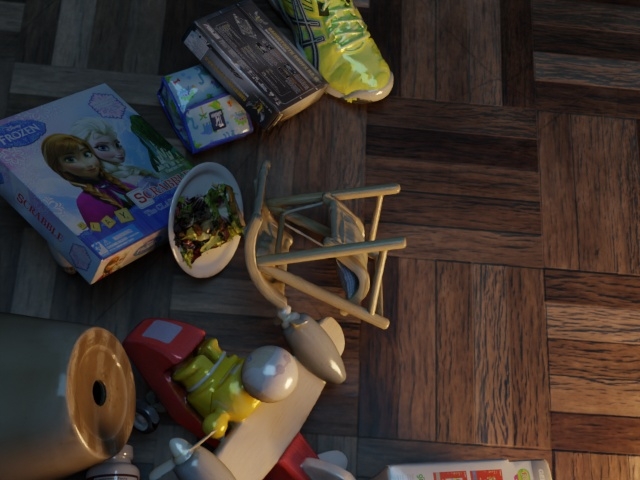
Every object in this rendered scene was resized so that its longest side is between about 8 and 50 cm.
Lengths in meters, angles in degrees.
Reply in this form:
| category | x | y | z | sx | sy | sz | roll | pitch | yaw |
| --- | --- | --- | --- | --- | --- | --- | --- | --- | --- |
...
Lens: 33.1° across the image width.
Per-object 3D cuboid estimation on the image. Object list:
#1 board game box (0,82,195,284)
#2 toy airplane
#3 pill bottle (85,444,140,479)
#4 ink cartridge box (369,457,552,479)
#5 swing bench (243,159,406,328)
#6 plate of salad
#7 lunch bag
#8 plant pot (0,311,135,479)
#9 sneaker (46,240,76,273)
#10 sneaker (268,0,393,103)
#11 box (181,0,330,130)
| category | x | y | z | sx | sy | sz | roll | pitch | yaw |
| --- | --- | --- | --- | --- | --- | --- | --- | --- | --- |
| board game box | -0.378 | -0.109 | 1.830 | 0.318 | 0.066 | 0.318 | 42 | 39 | 11 |
| toy airplane | -0.093 | 0.273 | 1.663 | 0.384 | 0.272 | 0.386 | 3 | 51 | -26 |
| pill bottle | -0.324 | 0.400 | 1.685 | 0.086 | 0.086 | 0.152 | -2 | 66 | -7 |
| ink cartridge box | 0.235 | 0.507 | 1.677 | 0.272 | 0.130 | 0.309 | 0 | 67 | -12 |
| swing bench | 0.000 | 0.000 | 1.791 | 0.254 | 0.165 | 0.253 | 9 | 25 | -2 |
| plate of salad | -0.186 | -0.033 | 1.837 | 0.048 | 0.200 | 0.200 | 8 | 61 | 33 |
| lunch bag | -0.210 | -0.243 | 1.973 | 0.129 | 0.096 | 0.151 | -23 | 81 | -20 |
| plant pot | -0.437 | 0.236 | 1.565 | 0.280 | 0.323 | 0.323 | -9 | 65 | 20 |
| sneaker | -0.442 | -0.052 | 1.871 | 0.090 | 0.095 | 0.235 | -4 | 48 | -3 |
| sneaker | 0.006 | -0.424 | 2.044 | 0.145 | 0.147 | 0.385 | -31 | 75 | -20 |
| box | -0.117 | -0.326 | 1.976 | 0.231 | 0.056 | 0.183 | 47 | 39 | 3 |
